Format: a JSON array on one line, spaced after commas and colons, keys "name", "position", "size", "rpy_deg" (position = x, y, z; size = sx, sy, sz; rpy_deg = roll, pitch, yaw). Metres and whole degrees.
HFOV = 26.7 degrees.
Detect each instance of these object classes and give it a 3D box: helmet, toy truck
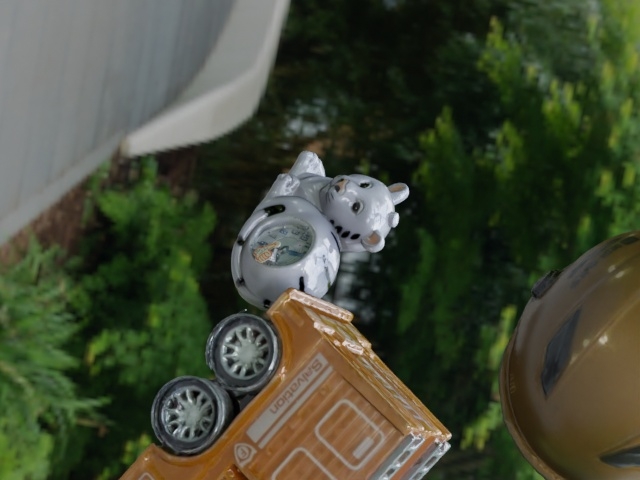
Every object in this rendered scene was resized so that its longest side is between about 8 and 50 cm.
[{"name": "helmet", "position": [0.245, 0.079, 0.970], "size": [0.224, 0.198, 0.130], "rpy_deg": [-34, 164, -19]}, {"name": "toy truck", "position": [-0.076, 0.244, 1.188], "size": [0.387, 0.207, 0.173], "rpy_deg": [-49, 157, 6]}]

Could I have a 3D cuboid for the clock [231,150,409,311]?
[{"name": "clock", "position": [0.000, 0.000, 1.245], "size": [0.176, 0.117, 0.080], "rpy_deg": [-57, 147, -32]}]
